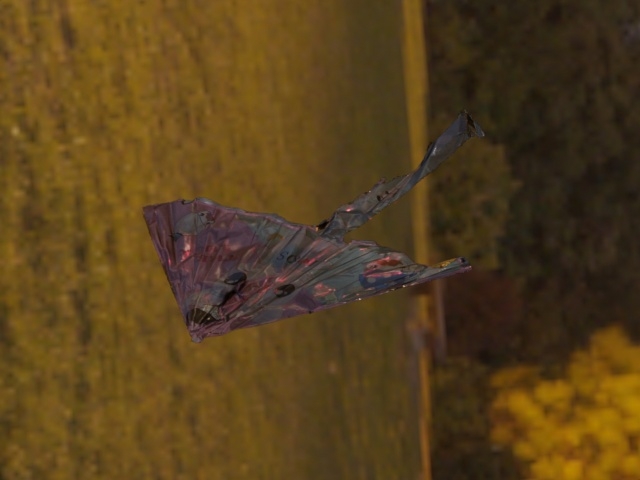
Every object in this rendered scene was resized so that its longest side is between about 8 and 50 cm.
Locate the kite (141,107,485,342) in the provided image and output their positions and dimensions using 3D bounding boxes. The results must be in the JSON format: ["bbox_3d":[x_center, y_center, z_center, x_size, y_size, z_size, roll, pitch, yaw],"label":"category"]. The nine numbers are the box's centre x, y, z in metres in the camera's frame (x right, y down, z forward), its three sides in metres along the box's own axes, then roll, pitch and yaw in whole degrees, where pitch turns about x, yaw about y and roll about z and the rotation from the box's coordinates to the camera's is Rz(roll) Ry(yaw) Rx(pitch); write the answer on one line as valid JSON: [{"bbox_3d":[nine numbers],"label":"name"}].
[{"bbox_3d":[0.000,0.000,0.572,0.139,0.157,0.011,11,54,-40],"label":"kite"}]
